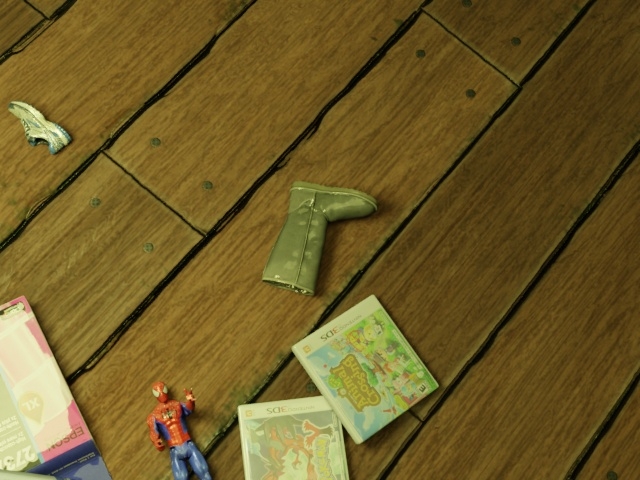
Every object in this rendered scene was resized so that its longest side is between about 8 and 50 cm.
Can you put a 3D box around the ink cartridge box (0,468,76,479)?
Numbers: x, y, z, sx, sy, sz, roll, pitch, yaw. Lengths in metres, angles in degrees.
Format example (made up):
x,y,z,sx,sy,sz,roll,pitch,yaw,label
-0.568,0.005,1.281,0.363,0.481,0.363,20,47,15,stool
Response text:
x,y,z,sx,sy,sz,roll,pitch,yaw,label
-0.510,0.466,1.561,0.311,0.065,0.186,14,78,-22,ink cartridge box

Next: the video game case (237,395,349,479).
x,y,z,sx,sy,sz,roll,pitch,yaw,label
-0.046,0.383,1.722,0.183,0.023,0.201,-5,73,-9,video game case

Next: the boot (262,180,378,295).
x,y,z,sx,sy,sz,roll,pitch,yaw,label
0.001,0.001,1.824,0.189,0.076,0.209,8,64,9,boot

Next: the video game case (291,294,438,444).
x,y,z,sx,sy,sz,roll,pitch,yaw,label
0.083,0.232,1.775,0.193,0.023,0.212,-31,79,-23,video game case

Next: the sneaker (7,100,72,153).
x,y,z,sx,sy,sz,roll,pitch,yaw,label
-0.540,-0.212,1.829,0.135,0.052,0.058,34,75,4,sneaker

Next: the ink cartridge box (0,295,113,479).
x,y,z,sx,sy,sz,roll,pitch,yaw,label
-0.512,0.295,1.666,0.175,0.069,0.371,-26,80,-15,ink cartridge box

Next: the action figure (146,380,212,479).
x,y,z,sx,sy,sz,roll,pitch,yaw,label
-0.228,0.363,1.648,0.091,0.139,0.280,-21,74,-15,action figure
